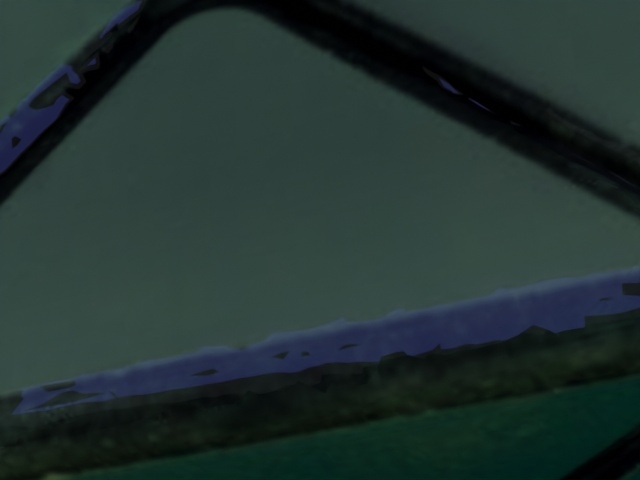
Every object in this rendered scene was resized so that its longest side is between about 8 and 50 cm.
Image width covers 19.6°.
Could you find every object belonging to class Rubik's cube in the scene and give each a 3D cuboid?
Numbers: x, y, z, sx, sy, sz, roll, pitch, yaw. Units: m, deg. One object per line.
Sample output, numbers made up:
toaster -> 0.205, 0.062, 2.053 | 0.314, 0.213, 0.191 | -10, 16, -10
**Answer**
Rubik's cube -> 0.000, 0.000, 0.532 | 0.259, 0.260, 0.255 | -13, 52, 10
